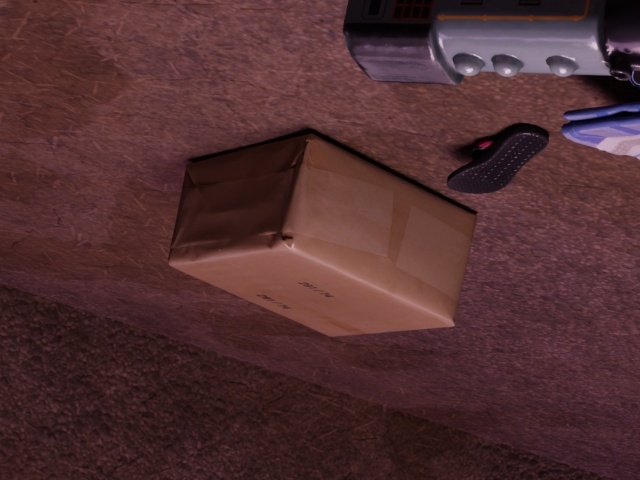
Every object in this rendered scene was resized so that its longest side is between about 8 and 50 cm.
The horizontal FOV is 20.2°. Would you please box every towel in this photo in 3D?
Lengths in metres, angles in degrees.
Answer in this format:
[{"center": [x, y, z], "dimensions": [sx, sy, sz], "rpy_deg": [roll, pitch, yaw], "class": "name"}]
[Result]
[{"center": [0.429, -0.108, 1.998], "dimensions": [0.285, 0.034, 0.209], "rpy_deg": [15, 166, -42], "class": "towel"}]

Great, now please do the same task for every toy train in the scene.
[{"center": [0.175, -0.232, 1.613], "dimensions": [0.333, 0.190, 0.142], "rpy_deg": [5, 161, 24], "class": "toy train"}]

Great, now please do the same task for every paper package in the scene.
[{"center": [0.000, 0.000, 2.492], "dimensions": [0.324, 0.168, 0.309], "rpy_deg": [24, 161, -34], "class": "paper package"}]

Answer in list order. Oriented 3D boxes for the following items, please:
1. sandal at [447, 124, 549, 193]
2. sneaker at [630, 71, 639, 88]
[{"center": [0.222, -0.106, 2.236], "dimensions": [0.067, 0.040, 0.179], "rpy_deg": [15, 149, -26], "class": "sandal"}, {"center": [0.377, -0.177, 1.807], "dimensions": [0.081, 0.090, 0.232], "rpy_deg": [18, 161, -17], "class": "sneaker"}]
